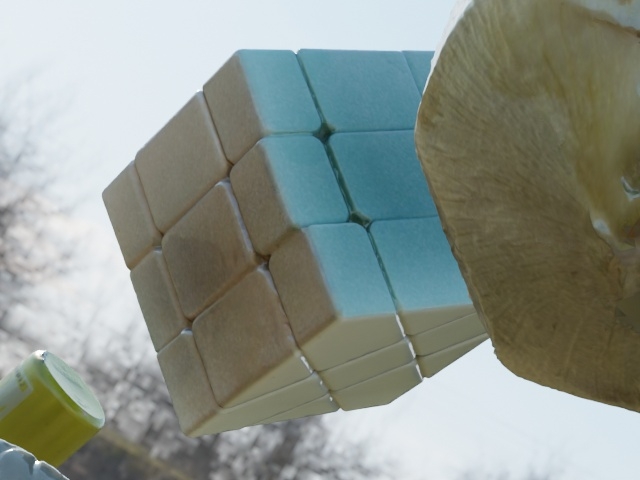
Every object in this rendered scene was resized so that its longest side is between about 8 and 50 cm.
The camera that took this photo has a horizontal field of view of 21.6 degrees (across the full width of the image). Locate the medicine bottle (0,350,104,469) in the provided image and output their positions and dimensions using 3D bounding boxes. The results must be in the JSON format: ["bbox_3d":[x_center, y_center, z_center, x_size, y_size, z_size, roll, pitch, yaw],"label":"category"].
[{"bbox_3d":[-0.366,0.237,1.954,0.122,0.212,0.122,49,4,-4],"label":"medicine bottle"}]

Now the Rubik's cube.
[{"bbox_3d":[0.000,0.000,1.836,0.322,0.315,0.319,-6,-23,-40],"label":"Rubik's cube"}]

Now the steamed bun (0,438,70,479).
[{"bbox_3d":[-0.255,0.321,1.394,0.236,0.247,0.383,-10,-53,26],"label":"steamed bun"}]

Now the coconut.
[{"bbox_3d":[0.231,-0.060,0.983,0.346,0.346,0.360,28,31,2],"label":"coconut"}]
